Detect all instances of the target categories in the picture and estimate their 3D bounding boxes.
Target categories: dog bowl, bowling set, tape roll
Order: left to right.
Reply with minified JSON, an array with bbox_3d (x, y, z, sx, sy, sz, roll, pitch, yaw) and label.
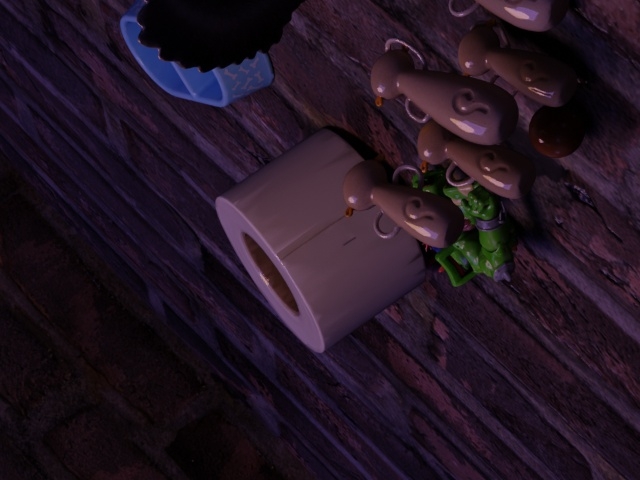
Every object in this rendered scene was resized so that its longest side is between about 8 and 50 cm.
[{"bbox_3d":[-0.176,-0.262,2.214,0.297,0.074,0.166,19,145,58],"label":"dog bowl"},{"bbox_3d":[0.000,0.000,2.123,0.246,0.169,0.246,52,166,18],"label":"tape roll"},{"bbox_3d":[0.143,-0.120,1.539,0.154,0.287,0.200,28,-178,33],"label":"bowling set"}]

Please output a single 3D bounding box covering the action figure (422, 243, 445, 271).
[{"bbox_3d":[0.131,-0.008,2.064,0.038,0.030,0.115,38,158,49],"label":"action figure"}]

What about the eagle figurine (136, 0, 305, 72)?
[{"bbox_3d":[-0.059,-0.313,1.406,0.225,0.298,0.226,48,-169,-30],"label":"eagle figurine"}]

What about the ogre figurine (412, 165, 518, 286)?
[{"bbox_3d":[0.165,-0.017,1.849,0.197,0.097,0.118,1,118,54],"label":"ogre figurine"}]
